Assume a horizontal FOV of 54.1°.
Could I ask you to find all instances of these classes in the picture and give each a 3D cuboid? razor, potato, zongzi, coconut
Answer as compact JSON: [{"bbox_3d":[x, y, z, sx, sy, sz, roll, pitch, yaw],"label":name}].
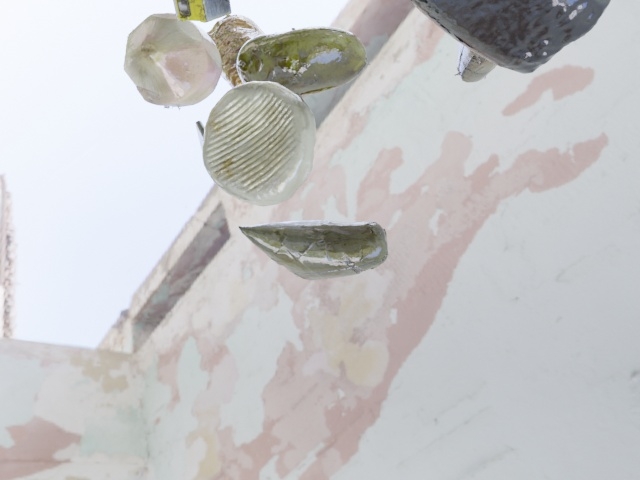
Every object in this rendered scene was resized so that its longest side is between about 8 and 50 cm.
[{"bbox_3d":[0.207,-0.356,0.827,0.189,0.326,0.107,-40,-154,56],"label":"razor"},{"bbox_3d":[-0.033,-0.330,1.165,0.149,0.251,0.113,84,6,-71],"label":"potato"},{"bbox_3d":[0.382,-0.508,1.565,0.194,0.099,0.198,120,-46,-81],"label":"zongzi"},{"bbox_3d":[-0.271,-0.318,1.122,0.170,0.183,0.171,3,-80,15],"label":"coconut"},{"bbox_3d":[0.000,0.000,1.913,0.355,0.393,0.174,-11,-114,26],"label":"zongzi"}]

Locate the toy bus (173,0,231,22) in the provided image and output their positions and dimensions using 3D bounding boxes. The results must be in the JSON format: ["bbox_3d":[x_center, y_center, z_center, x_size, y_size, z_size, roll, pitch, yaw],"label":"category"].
[{"bbox_3d":[-0.187,-0.436,0.904,0.074,0.081,0.226,8,-56,25],"label":"toy bus"}]

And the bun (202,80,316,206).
[{"bbox_3d":[-0.086,-0.144,0.941,0.183,0.102,0.184,1,-88,13],"label":"bun"}]

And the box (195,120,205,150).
[{"bbox_3d":[-0.341,-0.279,1.859,0.125,0.026,0.126,-124,-161,-46],"label":"box"}]

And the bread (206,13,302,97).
[{"bbox_3d":[-0.158,-0.412,1.484,0.148,0.195,0.344,-40,-138,4],"label":"bread"}]
